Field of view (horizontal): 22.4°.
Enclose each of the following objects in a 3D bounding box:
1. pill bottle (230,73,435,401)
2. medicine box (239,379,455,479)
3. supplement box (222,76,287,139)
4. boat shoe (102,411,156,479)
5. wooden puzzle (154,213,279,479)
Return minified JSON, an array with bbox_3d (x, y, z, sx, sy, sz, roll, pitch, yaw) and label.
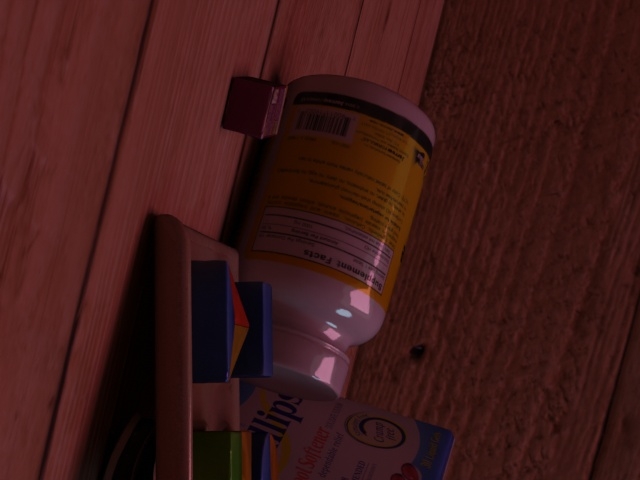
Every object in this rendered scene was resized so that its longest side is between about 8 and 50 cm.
[{"bbox_3d":[0.000,0.000,1.797,0.188,0.188,0.334,82,24,-71],"label":"pill bottle"},{"bbox_3d":[-0.017,0.297,1.846,0.263,0.289,0.149,-59,164,-65],"label":"medicine box"},{"bbox_3d":[-0.065,-0.133,1.616,0.083,0.043,0.055,-33,138,-80],"label":"supplement box"},{"bbox_3d":[-0.166,0.260,1.503,0.084,0.079,0.233,-60,161,-59],"label":"boat shoe"},{"bbox_3d":[-0.092,0.152,1.524,0.348,0.081,0.322,53,35,-82],"label":"wooden puzzle"}]
